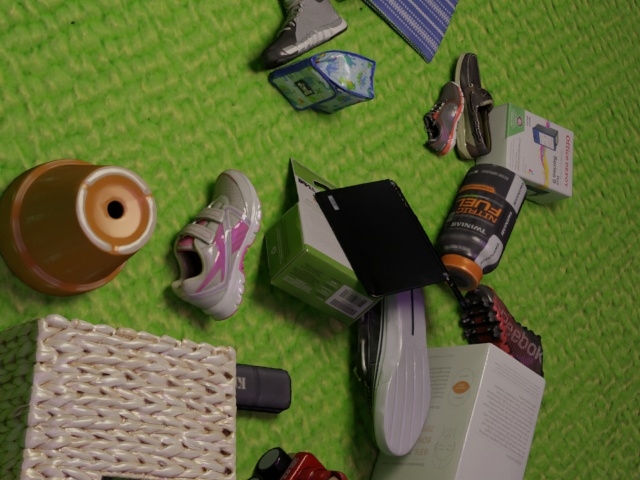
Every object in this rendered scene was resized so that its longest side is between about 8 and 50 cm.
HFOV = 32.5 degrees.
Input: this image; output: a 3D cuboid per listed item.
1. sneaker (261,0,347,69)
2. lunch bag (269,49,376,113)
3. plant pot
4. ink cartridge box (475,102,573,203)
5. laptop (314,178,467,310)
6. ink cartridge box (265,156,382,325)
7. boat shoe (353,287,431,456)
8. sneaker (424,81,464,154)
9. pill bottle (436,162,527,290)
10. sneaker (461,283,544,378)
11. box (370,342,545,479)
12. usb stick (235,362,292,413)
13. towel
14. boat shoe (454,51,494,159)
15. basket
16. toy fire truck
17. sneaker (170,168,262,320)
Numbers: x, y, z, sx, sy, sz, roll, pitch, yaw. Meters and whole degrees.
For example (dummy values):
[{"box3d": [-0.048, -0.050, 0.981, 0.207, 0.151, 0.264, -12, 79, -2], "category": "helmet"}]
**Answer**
[{"box3d": [-0.055, -0.398, 1.977, 0.228, 0.086, 0.132, -37, 101, -48], "category": "sneaker"}, {"box3d": [0.004, -0.288, 1.965, 0.151, 0.129, 0.096, 14, 73, -37], "category": "lunch bag"}, {"box3d": [-0.339, -0.029, 1.602, 0.205, 0.188, 0.205, 8, 77, -38], "category": "plant pot"}, {"box3d": [0.434, -0.181, 2.317, 0.212, 0.093, 0.154, 18, 70, -37], "category": "ink cartridge box"}, {"box3d": [0.133, 0.022, 1.981, 0.234, 0.136, 0.264, 63, 6, 28], "category": "laptop"}, {"box3d": [0.000, 0.000, 1.944, 0.189, 0.097, 0.255, 31, 30, -31], "category": "ink cartridge box"}, {"box3d": [0.121, 0.224, 1.976, 0.121, 0.119, 0.335, 27, 59, -40], "category": "boat shoe"}, {"box3d": [0.243, -0.253, 2.200, 0.065, 0.061, 0.158, 18, 68, -25], "category": "sneaker"}, {"box3d": [0.310, -0.022, 2.163, 0.130, 0.130, 0.246, 41, 59, -26], "category": "pill bottle"}, {"box3d": [0.371, 0.200, 2.195, 0.135, 0.097, 0.276, -34, 105, -37], "category": "sneaker"}, {"box3d": [0.240, 0.379, 1.980, 0.168, 0.215, 0.345, 34, 63, -30], "category": "box"}, {"box3d": [-0.164, 0.234, 1.790, 0.278, 0.045, 0.077, 13, 75, -36], "category": "usb stick"}, {"box3d": [0.199, -0.563, 2.239, 0.243, 0.040, 0.336, 38, 62, -30], "category": "towel"}, {"box3d": [0.320, -0.277, 2.246, 0.080, 0.073, 0.224, 11, 78, -56], "category": "boat shoe"}, {"box3d": [-0.321, 0.274, 1.483, 0.328, 0.331, 0.266, 15, 67, -37], "category": "basket"}, {"box3d": [-0.017, 0.452, 1.739, 0.158, 0.246, 0.217, 51, 55, -20], "category": "toy fire truck"}, {"box3d": [-0.174, -0.003, 1.787, 0.111, 0.103, 0.252, 21, 69, -36], "category": "sneaker"}]
